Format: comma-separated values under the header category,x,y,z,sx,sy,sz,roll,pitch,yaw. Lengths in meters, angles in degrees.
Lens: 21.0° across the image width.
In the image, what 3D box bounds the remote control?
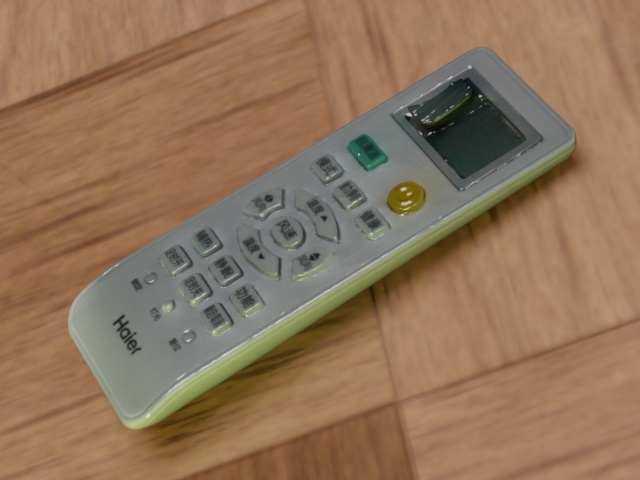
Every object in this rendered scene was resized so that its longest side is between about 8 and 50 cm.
category,x,y,z,sx,sy,sz,roll,pitch,yaw
remote control,0.000,-0.001,0.968,0.293,0.051,0.103,-33,49,-5
